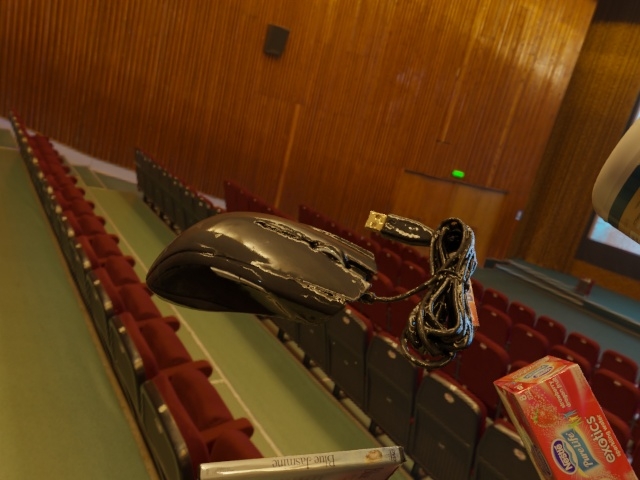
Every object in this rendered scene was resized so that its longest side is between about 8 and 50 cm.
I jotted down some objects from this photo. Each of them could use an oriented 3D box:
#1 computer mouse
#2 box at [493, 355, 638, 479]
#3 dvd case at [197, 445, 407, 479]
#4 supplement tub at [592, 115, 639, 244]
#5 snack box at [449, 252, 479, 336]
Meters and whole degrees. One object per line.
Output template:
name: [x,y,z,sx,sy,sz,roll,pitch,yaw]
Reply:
computer mouse: [0.000,0.000,0.396,0.262,0.060,0.184,9,29,23]
box: [0.440,0.355,0.876,0.128,0.257,0.122,-25,-6,0]
dvd case: [-0.031,0.321,0.647,0.253,0.180,0.022,0,50,-12]
supplement tub: [0.323,-0.021,0.343,0.144,0.144,0.200,-1,40,-45]
snack box: [0.260,0.093,0.897,0.022,0.064,0.178,1,51,1]
